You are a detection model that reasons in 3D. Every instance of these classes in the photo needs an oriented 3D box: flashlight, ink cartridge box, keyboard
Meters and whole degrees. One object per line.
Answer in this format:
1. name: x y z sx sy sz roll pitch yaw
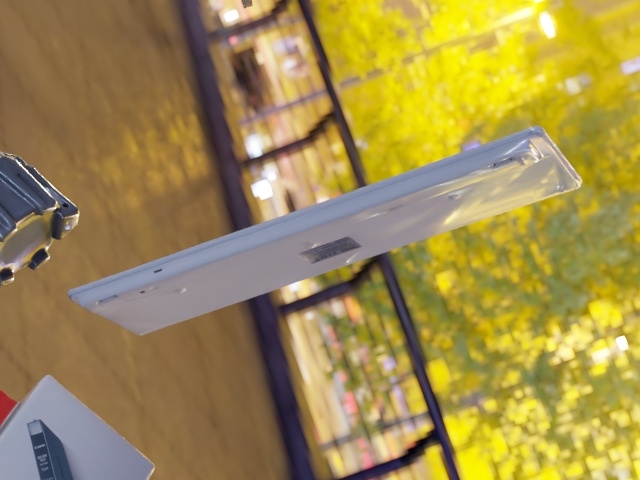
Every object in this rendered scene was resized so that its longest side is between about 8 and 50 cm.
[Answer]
1. flashlight: -0.331 -0.082 1.164 0.304 0.103 0.103 41 8 20
2. ink cartridge box: -0.311 0.222 1.314 0.261 0.066 0.296 41 37 -9
3. keyboard: 0.000 0.000 0.756 0.072 0.256 0.014 30 45 -62

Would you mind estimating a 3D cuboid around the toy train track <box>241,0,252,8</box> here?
1. toy train track: -0.070 -0.185 1.076 0.083 0.014 0.048 -28 118 -48
